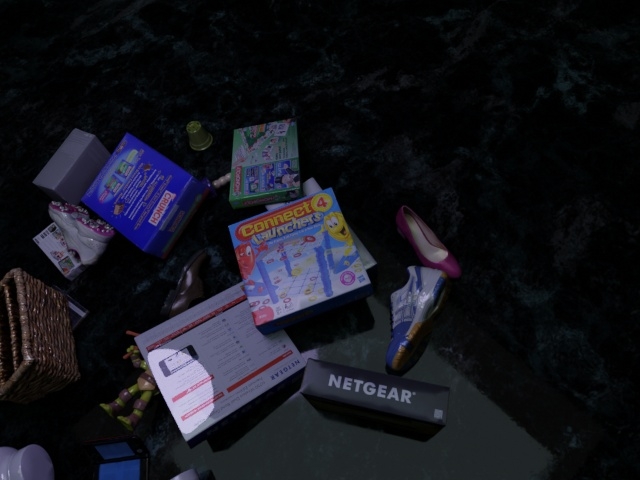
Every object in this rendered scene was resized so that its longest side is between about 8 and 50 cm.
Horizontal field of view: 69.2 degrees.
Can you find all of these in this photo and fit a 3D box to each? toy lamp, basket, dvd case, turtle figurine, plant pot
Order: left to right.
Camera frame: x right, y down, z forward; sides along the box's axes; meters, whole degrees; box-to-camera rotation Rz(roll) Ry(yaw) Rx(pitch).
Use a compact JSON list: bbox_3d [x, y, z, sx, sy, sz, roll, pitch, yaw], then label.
[{"bbox_3d":[-0.814,0.262,1.231,0.213,0.223,0.299,-23,63,-5],"label":"basket"},{"bbox_3d":[-0.814,0.259,1.368,0.164,0.018,0.221,28,70,20],"label":"dvd case"},{"bbox_3d":[-0.464,0.372,1.222,0.269,0.087,0.217,30,54,14],"label":"turtle figurine"},{"bbox_3d":[-0.428,-0.370,1.610,0.083,0.079,0.083,-3,62,7],"label":"plant pot"},{"bbox_3d":[-0.289,-0.210,1.509,0.275,0.080,0.080,-33,63,-9],"label":"toy lamp"}]

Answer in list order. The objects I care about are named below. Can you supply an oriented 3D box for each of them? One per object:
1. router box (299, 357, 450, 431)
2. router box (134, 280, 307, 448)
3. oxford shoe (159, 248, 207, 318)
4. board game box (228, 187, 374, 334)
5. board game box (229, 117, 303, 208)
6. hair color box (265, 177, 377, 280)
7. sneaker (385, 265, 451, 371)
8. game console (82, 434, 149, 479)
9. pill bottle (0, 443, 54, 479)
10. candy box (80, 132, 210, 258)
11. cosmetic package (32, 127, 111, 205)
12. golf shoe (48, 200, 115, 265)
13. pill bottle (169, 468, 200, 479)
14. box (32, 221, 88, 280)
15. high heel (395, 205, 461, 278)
[{"bbox_3d":[0.124,0.365,1.065,0.309,0.243,0.081,9,64,12],"label":"router box"},{"bbox_3d":[-0.255,0.300,1.193,0.335,0.082,0.301,-27,62,-23],"label":"router box"},{"bbox_3d":[-0.374,0.132,1.354,0.096,0.083,0.227,23,64,-6],"label":"oxford shoe"},{"bbox_3d":[-0.058,0.050,1.224,0.308,0.086,0.302,-21,63,0],"label":"board game box"},{"bbox_3d":[-0.167,-0.245,1.434,0.214,0.046,0.317,-9,53,7],"label":"board game box"},{"bbox_3d":[0.000,0.000,1.347,0.174,0.105,0.347,-31,63,-7],"label":"hair color box"},{"bbox_3d":[0.232,0.201,1.230,0.131,0.112,0.296,17,63,35],"label":"sneaker"},{"bbox_3d":[-0.506,0.555,1.140,0.144,0.124,0.085,-9,35,2],"label":"game console"},{"bbox_3d":[-0.820,0.614,1.092,0.323,0.181,0.181,-25,62,-6],"label":"pill bottle"},{"bbox_3d":[-0.545,-0.141,1.448,0.317,0.122,0.268,34,89,23],"label":"candy box"},{"bbox_3d":[-0.833,-0.243,1.571,0.107,0.127,0.238,21,65,16],"label":"cosmetic package"},{"bbox_3d":[-0.753,-0.027,1.416,0.306,0.115,0.140,26,99,35],"label":"golf shoe"},{"bbox_3d":[-0.280,0.637,1.046,0.118,0.117,0.208,-31,63,-9],"label":"pill bottle"},{"bbox_3d":[-0.812,0.023,1.479,0.207,0.036,0.114,39,73,23],"label":"box"},{"bbox_3d":[0.305,0.003,1.299,0.082,0.117,0.244,-33,63,-10],"label":"high heel"}]
